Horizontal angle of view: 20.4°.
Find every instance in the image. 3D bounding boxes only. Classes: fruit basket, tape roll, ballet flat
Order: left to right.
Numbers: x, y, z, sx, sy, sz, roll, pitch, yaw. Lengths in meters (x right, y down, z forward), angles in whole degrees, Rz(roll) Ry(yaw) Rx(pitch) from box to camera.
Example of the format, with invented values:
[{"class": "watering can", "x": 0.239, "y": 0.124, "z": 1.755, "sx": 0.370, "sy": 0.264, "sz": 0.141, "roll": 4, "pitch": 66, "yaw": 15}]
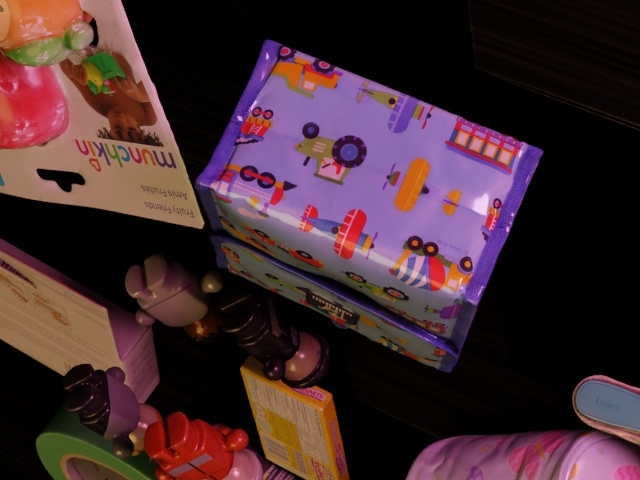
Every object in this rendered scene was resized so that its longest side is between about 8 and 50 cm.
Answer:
[{"class": "fruit basket", "x": -0.264, "y": -0.169, "z": 1.403, "sx": 0.327, "sy": 0.165, "sz": 0.353, "roll": 11, "pitch": 125, "yaw": 42}, {"class": "tape roll", "x": -0.221, "y": 0.327, "z": 2.324, "sx": 0.321, "sy": 0.077, "sz": 0.321, "roll": 29, "pitch": 153, "yaw": 17}, {"class": "ballet flat", "x": 0.286, "y": 0.151, "z": 1.451, "sx": 0.168, "sy": 0.057, "sz": 0.052, "roll": 25, "pitch": 180, "yaw": 31}]

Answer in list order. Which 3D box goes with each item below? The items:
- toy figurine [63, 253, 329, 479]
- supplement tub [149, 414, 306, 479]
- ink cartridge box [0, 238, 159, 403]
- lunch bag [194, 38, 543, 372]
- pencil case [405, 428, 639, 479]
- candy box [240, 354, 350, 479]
[{"class": "toy figurine", "x": -0.120, "y": 0.135, "z": 1.737, "sx": 0.209, "sy": 0.213, "sz": 0.148, "roll": 17, "pitch": 164, "yaw": 41}, {"class": "supplement tub", "x": -0.099, "y": 0.283, "z": 2.067, "sx": 0.198, "sy": 0.106, "sz": 0.106, "roll": 33, "pitch": 154, "yaw": 9}, {"class": "ink cartridge box", "x": -0.327, "y": 0.053, "z": 2.010, "sx": 0.296, "sy": 0.066, "sz": 0.261, "roll": 28, "pitch": 153, "yaw": 16}, {"class": "lunch bag", "x": 0.027, "y": 0.000, "z": 1.402, "sx": 0.221, "sy": 0.138, "sz": 0.293, "roll": 23, "pitch": 158, "yaw": 6}, {"class": "pencil case", "x": 0.185, "y": 0.233, "z": 1.613, "sx": 0.113, "sy": 0.124, "sz": 0.273, "roll": 45, "pitch": 152, "yaw": -16}, {"class": "candy box", "x": -0.025, "y": 0.204, "z": 1.932, "sx": 0.105, "sy": 0.027, "sz": 0.206, "roll": 23, "pitch": 151, "yaw": 21}]
